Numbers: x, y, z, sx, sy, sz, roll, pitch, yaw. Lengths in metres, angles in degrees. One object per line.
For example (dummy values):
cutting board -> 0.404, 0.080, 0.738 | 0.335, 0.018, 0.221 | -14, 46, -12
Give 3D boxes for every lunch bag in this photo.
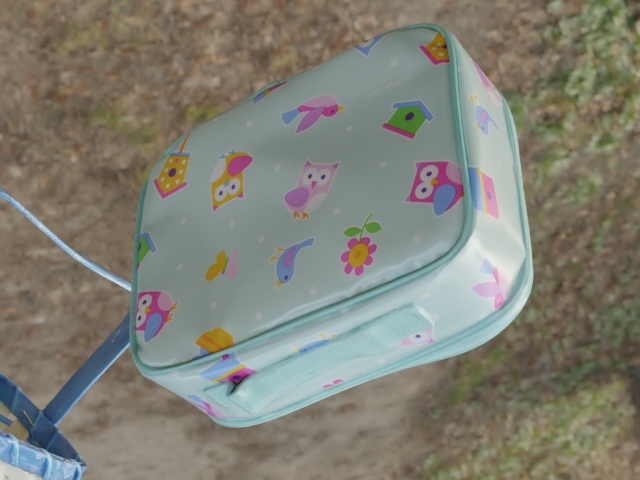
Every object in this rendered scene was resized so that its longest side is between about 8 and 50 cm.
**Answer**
lunch bag -> 0.000, 0.000, 0.909 | 0.279, 0.224, 0.108 | -24, 141, 26

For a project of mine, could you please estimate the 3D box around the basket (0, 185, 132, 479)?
basket -> -0.293, 0.110, 1.089 | 0.289, 0.201, 0.255 | -47, 142, -3
